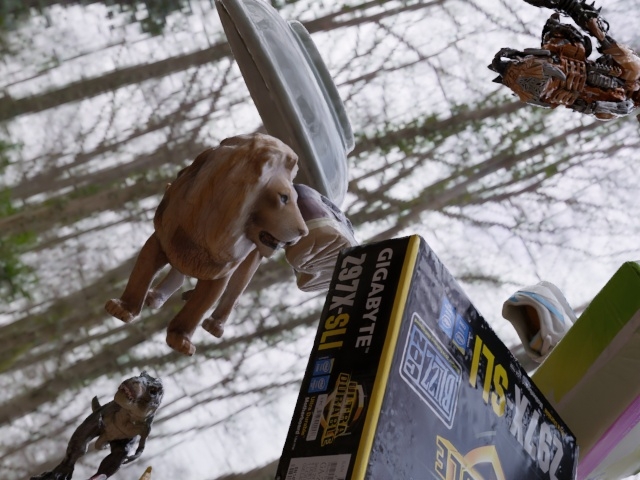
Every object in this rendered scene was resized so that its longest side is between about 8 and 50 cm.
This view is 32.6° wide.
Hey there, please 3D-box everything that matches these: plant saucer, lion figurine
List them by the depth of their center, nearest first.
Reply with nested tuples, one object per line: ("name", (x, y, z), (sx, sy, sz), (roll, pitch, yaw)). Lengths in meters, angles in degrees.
("lion figurine", (-0.113, -0.005, 1.219), (0.142, 0.240, 0.392), (31, 1, -5))
("plant saucer", (-0.037, -0.212, 1.630), (0.400, 0.100, 0.400), (155, -90, -87))

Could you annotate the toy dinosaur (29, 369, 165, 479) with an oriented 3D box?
("toy dinosaur", (-0.202, 0.186, 1.004), (0.064, 0.118, 0.268), (36, -24, -11))

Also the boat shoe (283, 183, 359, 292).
("boat shoe", (0.000, 0.000, 1.390), (0.285, 0.102, 0.092), (54, 20, -74))

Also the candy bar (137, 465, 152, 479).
("candy bar", (-0.211, 0.299, 1.233), (0.018, 0.040, 0.161), (35, 6, -5))

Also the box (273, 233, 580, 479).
("box", (0.094, 0.191, 0.834), (0.079, 0.257, 0.322), (-12, -45, 32))

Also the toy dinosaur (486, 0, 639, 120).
("toy dinosaur", (0.335, -0.213, 1.399), (0.164, 0.322, 0.218), (-52, -132, 16))

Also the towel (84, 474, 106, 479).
("towel", (-0.257, 0.234, 0.812), (0.197, 0.144, 0.029), (-25, -90, 36))

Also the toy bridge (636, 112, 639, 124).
("toy bridge", (0.481, -0.107, 1.504), (0.188, 0.026, 0.063), (42, 29, -46))

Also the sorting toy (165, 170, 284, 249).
("sorting toy", (-0.170, -0.047, 2.050), (0.047, 0.347, 0.196), (-54, -130, 15))

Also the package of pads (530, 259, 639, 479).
("package of pads", (0.310, 0.140, 1.084), (0.101, 0.229, 0.296), (54, -50, 30))

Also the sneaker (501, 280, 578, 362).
("sneaker", (0.357, 0.164, 1.606), (0.229, 0.092, 0.087), (51, -44, 28))
